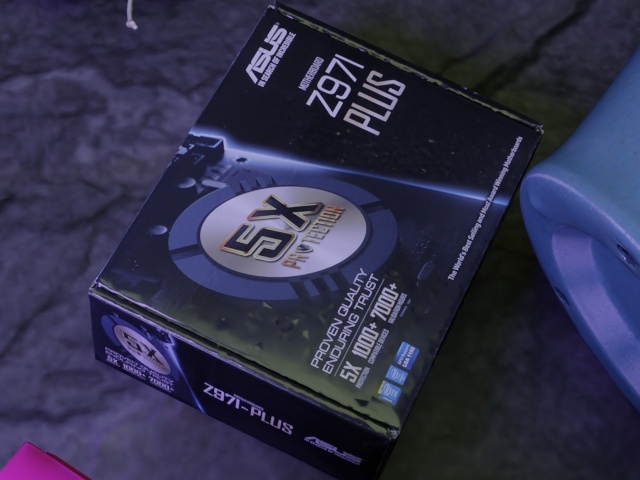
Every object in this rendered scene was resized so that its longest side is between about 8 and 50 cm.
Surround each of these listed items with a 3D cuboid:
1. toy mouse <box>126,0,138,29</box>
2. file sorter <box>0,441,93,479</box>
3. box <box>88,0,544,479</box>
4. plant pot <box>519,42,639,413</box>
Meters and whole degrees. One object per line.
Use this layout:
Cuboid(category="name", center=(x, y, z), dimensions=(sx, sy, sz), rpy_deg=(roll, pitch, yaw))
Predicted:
Cuboid(category="toy mouse", center=(-0.117, -0.162, 0.752), dimensions=(0.161, 0.031, 0.143), rpy_deg=(-15, 65, -14))
Cuboid(category="file sorter", center=(-0.010, 0.238, 0.419), dimensions=(0.290, 0.202, 0.182), rpy_deg=(26, 64, 29))
Cuboid(category="box", center=(0.000, 0.000, 0.657), dimensions=(0.147, 0.077, 0.180), rpy_deg=(26, 63, 7))
Cuboid(category="plant pot", center=(0.238, -0.023, 0.612), dimensions=(0.255, 0.272, 0.272), rpy_deg=(-35, 71, -5))
